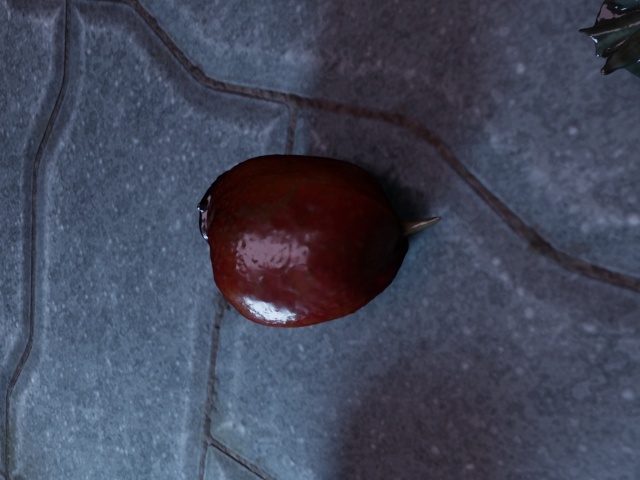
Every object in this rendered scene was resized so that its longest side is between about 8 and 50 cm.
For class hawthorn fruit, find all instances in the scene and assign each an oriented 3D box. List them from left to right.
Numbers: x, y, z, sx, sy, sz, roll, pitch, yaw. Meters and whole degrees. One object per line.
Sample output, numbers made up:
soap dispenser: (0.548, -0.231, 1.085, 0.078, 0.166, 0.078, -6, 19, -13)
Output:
hawthorn fruit: (0.000, 0.000, 0.671, 0.251, 0.189, 0.190, -1, 97, 21)

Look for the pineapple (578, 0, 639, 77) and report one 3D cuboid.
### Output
pineapple: (0.293, -0.194, 0.424, 0.248, 0.128, 0.128, -46, 68, 40)
